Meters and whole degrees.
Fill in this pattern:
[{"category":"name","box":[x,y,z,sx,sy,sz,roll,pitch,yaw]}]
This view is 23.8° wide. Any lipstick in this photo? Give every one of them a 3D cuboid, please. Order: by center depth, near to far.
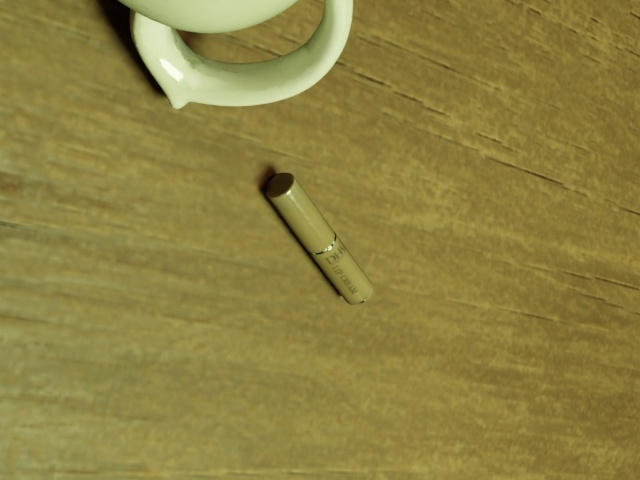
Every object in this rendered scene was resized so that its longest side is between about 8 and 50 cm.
[{"category":"lipstick","box":[0.000,0.000,0.808,0.094,0.019,0.019,53,57,-40]}]

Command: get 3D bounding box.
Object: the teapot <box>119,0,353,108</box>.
[{"category":"teapot","box":[-0.067,-0.168,0.614,0.208,0.166,0.299,-102,172,-50]}]
